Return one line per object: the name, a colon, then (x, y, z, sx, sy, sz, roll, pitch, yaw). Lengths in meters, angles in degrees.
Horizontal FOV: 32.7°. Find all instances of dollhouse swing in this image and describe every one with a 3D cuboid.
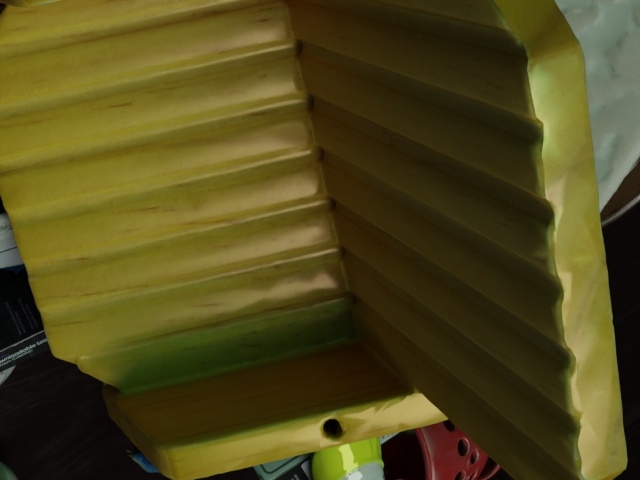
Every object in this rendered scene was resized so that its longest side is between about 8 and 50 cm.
dollhouse swing: (-0.040, -0.001, 0.620, 0.315, 0.305, 0.347, -13, 113, -3)

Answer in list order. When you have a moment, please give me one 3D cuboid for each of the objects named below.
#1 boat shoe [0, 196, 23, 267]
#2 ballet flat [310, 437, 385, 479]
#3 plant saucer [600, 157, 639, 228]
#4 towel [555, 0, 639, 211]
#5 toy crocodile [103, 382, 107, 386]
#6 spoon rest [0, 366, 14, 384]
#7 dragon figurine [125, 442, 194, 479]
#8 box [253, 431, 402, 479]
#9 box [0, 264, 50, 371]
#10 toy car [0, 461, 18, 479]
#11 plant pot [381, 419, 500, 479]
boat shoe: (-0.262, -0.020, 0.767, 0.267, 0.096, 0.088, -14, 136, -32)
ballet flat: (0.032, 0.250, 1.071, 0.077, 0.077, 0.231, -21, 145, -22)
plant saucer: (0.319, -0.100, 1.228, 0.310, 0.050, 0.311, -23, 144, -17)
towel: (0.074, -0.146, 0.721, 0.053, 0.332, 0.317, -41, 162, -49)
toy crocodile: (-0.075, 0.082, 0.943, 0.340, 0.105, 0.115, 10, 131, -17)
spoon rest: (-0.363, 0.130, 0.891, 0.276, 0.084, 0.137, -38, 150, -22)
dragon figurine: (-0.108, 0.170, 1.040, 0.144, 0.289, 0.085, -12, 163, 41)
box: (0.032, 0.126, 1.143, 0.290, 0.169, 0.087, -32, 149, -8)
box: (-0.234, 0.038, 0.841, 0.162, 0.116, 0.029, -27, 143, -14)
toy car: (-0.363, 0.282, 1.004, 0.182, 0.136, 0.159, -44, 145, 11)
plant pot: (0.124, 0.235, 1.344, 0.174, 0.191, 0.191, -17, 143, -39)
